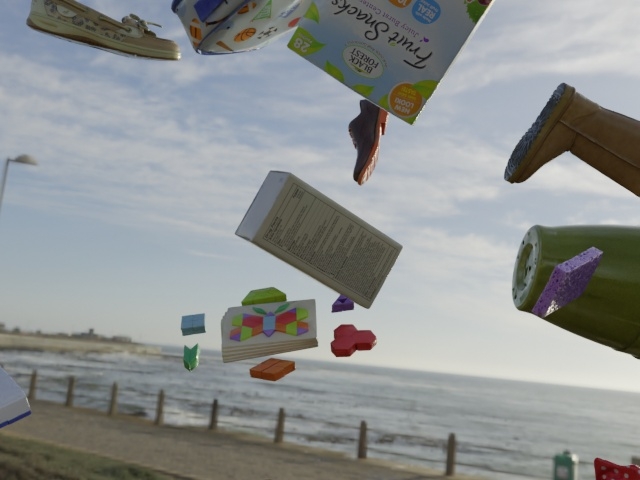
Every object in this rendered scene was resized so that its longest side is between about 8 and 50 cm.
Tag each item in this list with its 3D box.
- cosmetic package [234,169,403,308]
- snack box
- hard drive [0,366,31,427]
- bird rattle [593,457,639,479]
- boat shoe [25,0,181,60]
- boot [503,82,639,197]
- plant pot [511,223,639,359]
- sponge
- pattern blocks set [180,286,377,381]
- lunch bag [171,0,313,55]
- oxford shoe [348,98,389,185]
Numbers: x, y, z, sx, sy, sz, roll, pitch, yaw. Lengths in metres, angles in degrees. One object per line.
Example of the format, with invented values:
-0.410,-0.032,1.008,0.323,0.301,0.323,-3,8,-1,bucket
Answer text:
0.000,0.000,1.492,0.310,0.160,0.113,33,-6,-25,cosmetic package
0.090,-0.263,0.828,0.175,0.207,0.070,32,13,4,snack box
-0.558,0.236,0.902,0.319,0.040,0.210,-24,30,-35,hard drive
0.526,0.509,1.229,0.207,0.253,0.143,27,-25,49,bird rattle
-0.400,-0.405,1.366,0.285,0.089,0.104,11,6,-20,boat shoe
0.540,-0.157,1.442,0.270,0.236,0.089,28,27,-6,boot
0.714,0.104,1.927,0.353,0.366,0.366,11,-9,1,plant pot
0.536,0.088,1.558,0.031,0.117,0.210,35,32,31,sponge
-0.090,0.156,1.296,0.325,0.026,0.285,-13,26,-13,pattern blocks set
-0.071,-0.402,1.104,0.303,0.114,0.243,-29,-3,37,lunch bag
0.117,-0.269,1.964,0.099,0.271,0.097,14,-28,6,oxford shoe
